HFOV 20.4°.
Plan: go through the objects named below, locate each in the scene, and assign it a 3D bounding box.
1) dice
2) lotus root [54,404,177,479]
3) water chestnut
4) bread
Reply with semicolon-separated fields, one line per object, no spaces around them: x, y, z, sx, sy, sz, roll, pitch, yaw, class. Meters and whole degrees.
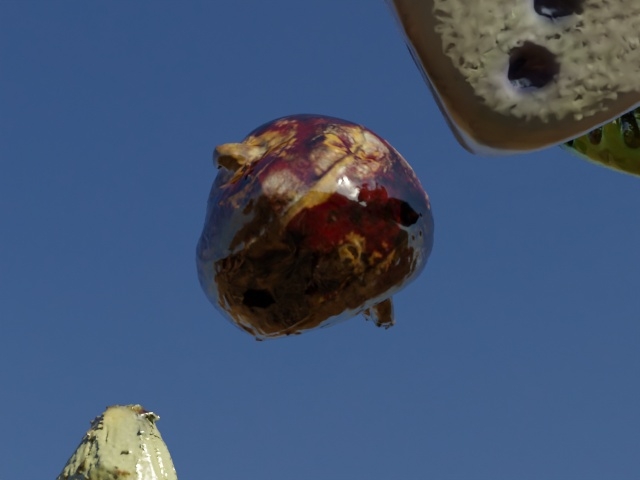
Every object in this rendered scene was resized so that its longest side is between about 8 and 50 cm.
0.139;-0.180;1.192;0.193;0.194;0.192;-25;-72;5;dice
-0.181;0.213;1.510;0.070;0.144;0.143;11;-24;-41;lotus root
0.000;0.000;1.643;0.224;0.223;0.238;-20;-67;18;water chestnut
0.271;-0.095;1.568;0.130;0.139;0.071;15;-82;22;bread
